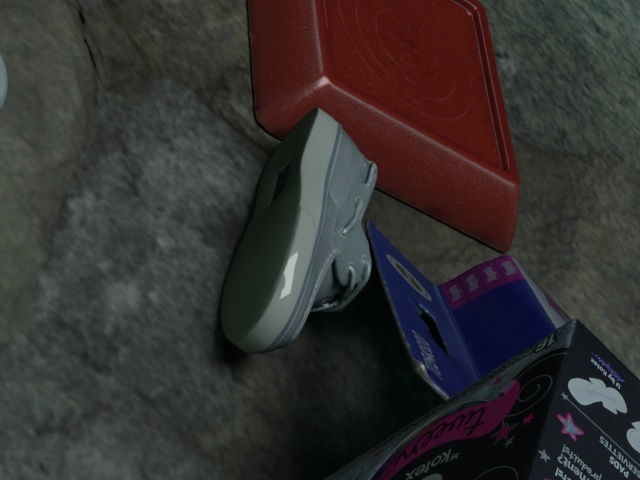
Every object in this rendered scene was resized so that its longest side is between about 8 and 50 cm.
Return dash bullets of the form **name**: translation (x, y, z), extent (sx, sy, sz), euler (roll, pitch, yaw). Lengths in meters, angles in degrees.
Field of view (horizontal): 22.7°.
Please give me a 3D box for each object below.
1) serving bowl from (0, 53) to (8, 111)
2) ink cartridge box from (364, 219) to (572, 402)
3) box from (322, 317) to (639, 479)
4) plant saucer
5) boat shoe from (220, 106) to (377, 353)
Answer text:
- **serving bowl**: translation (-0.211, -0.102, 0.906), extent (0.083, 0.027, 0.083), euler (29, 41, -29)
- **ink cartridge box**: translation (0.173, 0.119, 0.998), extent (0.330, 0.071, 0.324), euler (46, 8, -13)
- **box**: translation (0.077, 0.184, 0.791), extent (0.163, 0.247, 0.142), euler (43, 36, -12)
- **plant saucer**: translation (0.056, -0.145, 1.239), extent (0.259, 0.048, 0.258), euler (25, 43, -33)
- **boat shoe**: translation (-0.001, 0.000, 1.014), extent (0.081, 0.079, 0.227), euler (36, 34, -16)
